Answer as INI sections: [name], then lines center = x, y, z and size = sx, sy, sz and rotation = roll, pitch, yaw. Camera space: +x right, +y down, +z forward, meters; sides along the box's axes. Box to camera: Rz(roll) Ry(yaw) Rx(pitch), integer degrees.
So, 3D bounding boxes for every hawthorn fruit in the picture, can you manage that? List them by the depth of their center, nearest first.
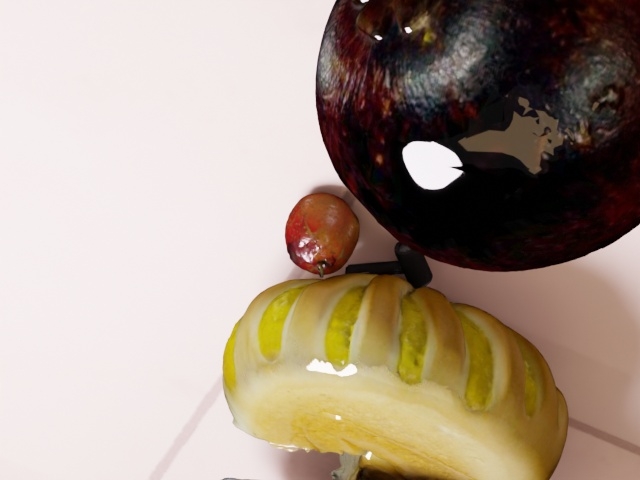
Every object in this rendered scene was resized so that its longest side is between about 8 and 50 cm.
[hawthorn fruit]
center = -0.001, -0.005, 1.684
size = 0.077, 0.077, 0.077
rotation = 5, 135, 5

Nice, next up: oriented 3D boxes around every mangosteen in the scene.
[mangosteen]
center = 0.159, -0.121, 1.385
size = 0.330, 0.330, 0.330
rotation = 5, 135, 5

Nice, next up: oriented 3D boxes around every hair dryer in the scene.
[hair dryer]
center = 0.061, 0.023, 1.738
size = 0.083, 0.026, 0.047
rotation = -5, 132, 25

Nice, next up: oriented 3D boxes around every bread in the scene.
[bread]
center = 0.080, 0.136, 1.733
size = 0.333, 0.160, 0.333
rotation = 13, 151, 7

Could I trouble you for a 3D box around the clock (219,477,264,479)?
[clock]
center = 0.077, 0.312, 1.846
size = 0.386, 0.076, 0.386
rotation = 10, 169, 2
